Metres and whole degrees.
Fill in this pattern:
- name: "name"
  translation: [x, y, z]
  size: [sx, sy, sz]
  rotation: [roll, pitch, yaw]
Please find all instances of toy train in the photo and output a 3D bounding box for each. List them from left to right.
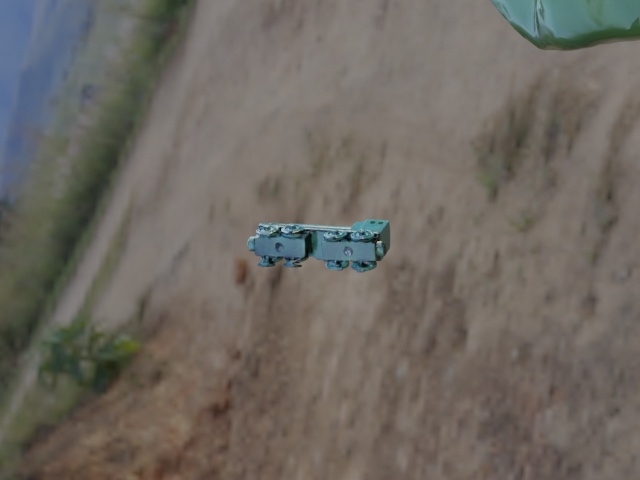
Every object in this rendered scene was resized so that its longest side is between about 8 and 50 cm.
- name: "toy train"
  translation: [0.000, 0.000, 1.051]
  size: [0.045, 0.092, 0.029]
  rotation: [-48, -42, -62]

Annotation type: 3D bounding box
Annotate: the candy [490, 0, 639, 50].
- name: "candy"
  translation: [0.207, -0.148, 0.555]
  size: [0.132, 0.344, 0.142]
  rotation: [39, 138, 50]
